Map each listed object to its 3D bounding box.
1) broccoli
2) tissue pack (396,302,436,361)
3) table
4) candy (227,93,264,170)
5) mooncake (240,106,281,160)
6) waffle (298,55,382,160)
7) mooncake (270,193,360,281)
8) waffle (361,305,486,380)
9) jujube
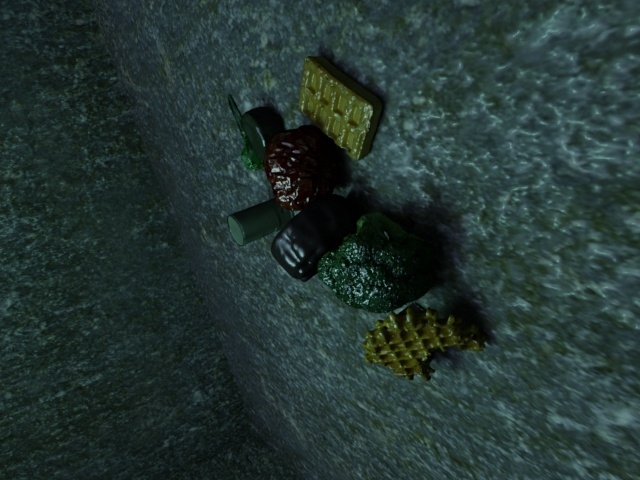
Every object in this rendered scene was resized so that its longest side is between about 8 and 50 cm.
[{"bbox_3d":[0.143,0.062,1.109,0.307,0.309,0.274,100,164,-47],"label":"broccoli"},{"bbox_3d":[0.273,0.282,1.247,0.120,0.082,0.169,37,142,35],"label":"tissue pack"},{"bbox_3d":[-0.223,-0.075,1.619,0.126,0.220,0.126,38,142,38],"label":"table"},{"bbox_3d":[-0.293,-0.410,1.630,0.323,0.097,0.097,67,152,9],"label":"candy"},{"bbox_3d":[-0.197,-0.362,1.472,0.169,0.104,0.174,29,138,41],"label":"mooncake"},{"bbox_3d":[0.046,-0.351,1.135,0.274,0.057,0.167,47,146,27],"label":"waffle"},{"bbox_3d":[0.000,0.000,1.267,0.141,0.283,0.283,50,148,15],"label":"mooncake"},{"bbox_3d":[0.244,0.272,1.107,0.260,0.069,0.292,23,133,-13],"label":"waffle"},{"bbox_3d":[-0.057,-0.210,1.256,0.213,0.213,0.231,14,124,54],"label":"jujube"}]
